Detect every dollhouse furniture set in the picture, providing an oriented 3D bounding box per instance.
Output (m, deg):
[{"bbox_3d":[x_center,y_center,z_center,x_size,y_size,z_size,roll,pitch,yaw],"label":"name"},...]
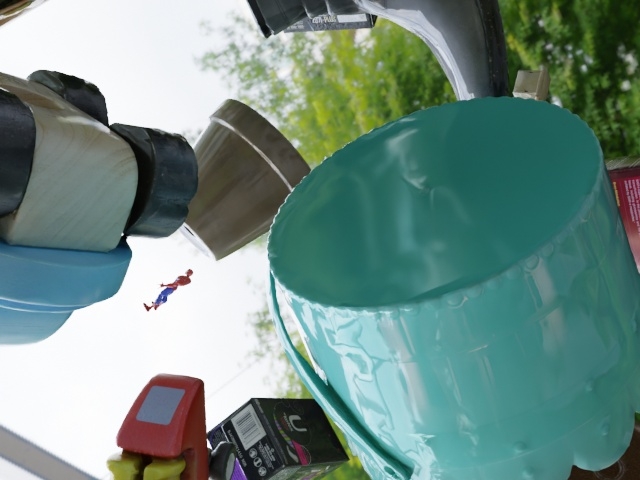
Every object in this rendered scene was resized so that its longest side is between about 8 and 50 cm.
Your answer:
[{"bbox_3d":[0.377,-0.167,1.327,0.182,0.101,0.161,41,-118,-57],"label":"dollhouse furniture set"}]

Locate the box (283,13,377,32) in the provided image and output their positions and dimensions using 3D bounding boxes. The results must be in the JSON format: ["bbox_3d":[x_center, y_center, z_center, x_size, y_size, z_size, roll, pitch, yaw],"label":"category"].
[{"bbox_3d":[0.023,-0.460,1.488,0.078,0.180,0.147,69,-148,-46],"label":"box"}]

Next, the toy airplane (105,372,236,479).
[{"bbox_3d":[-0.219,0.384,0.895,0.384,0.386,0.272,54,174,21],"label":"toy airplane"}]

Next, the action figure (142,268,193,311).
[{"bbox_3d":[-0.261,0.084,1.407,0.038,0.115,0.030,4,-125,-61],"label":"action figure"}]

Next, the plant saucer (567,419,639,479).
[{"bbox_3d":[0.398,0.321,1.120,0.036,0.198,0.199,70,-154,-49],"label":"plant saucer"}]

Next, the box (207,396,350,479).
[{"bbox_3d":[-0.086,0.441,1.730,0.270,0.143,0.165,18,-144,-58],"label":"box"}]

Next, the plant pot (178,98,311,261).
[{"bbox_3d":[-0.204,-0.112,1.847,0.280,0.323,0.323,-46,-66,-14],"label":"plant pot"}]

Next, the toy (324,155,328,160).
[{"bbox_3d":[0.000,0.000,1.291,0.056,0.137,0.237,-1,-63,-20],"label":"toy"}]

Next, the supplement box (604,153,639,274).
[{"bbox_3d":[0.385,-0.033,0.925,0.073,0.239,0.130,-29,-73,-44],"label":"supplement box"}]

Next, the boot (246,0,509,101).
[{"bbox_3d":[0.039,-0.236,0.788,0.118,0.222,0.338,61,-169,-70],"label":"boot"}]

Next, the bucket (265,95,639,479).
[{"bbox_3d":[0.102,0.033,0.602,0.183,0.281,0.281,64,-145,-31],"label":"bucket"}]

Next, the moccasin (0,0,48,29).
[{"bbox_3d":[-0.471,-0.456,1.295,0.139,0.380,0.147,63,-166,-13],"label":"moccasin"}]

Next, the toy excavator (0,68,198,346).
[{"bbox_3d":[-0.385,0.025,0.788,0.222,0.433,0.445,9,-71,-53],"label":"toy excavator"}]
